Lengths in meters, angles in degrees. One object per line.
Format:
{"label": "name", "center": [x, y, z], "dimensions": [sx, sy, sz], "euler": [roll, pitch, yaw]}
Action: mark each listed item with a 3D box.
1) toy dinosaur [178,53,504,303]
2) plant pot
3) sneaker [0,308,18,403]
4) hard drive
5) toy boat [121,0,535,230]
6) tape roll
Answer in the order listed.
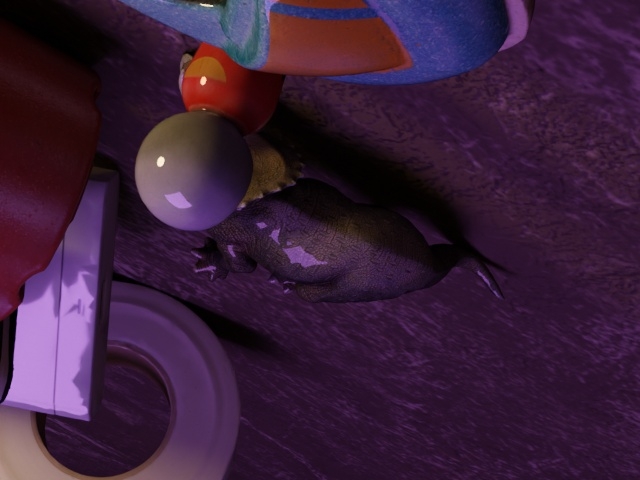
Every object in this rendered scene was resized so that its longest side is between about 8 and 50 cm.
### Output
{"label": "toy dinosaur", "center": [0.000, 0.000, 0.974], "dimensions": [0.313, 0.121, 0.160], "euler": [33, 171, -16]}
{"label": "plant pot", "center": [-0.308, -0.077, 0.931], "dimensions": [0.265, 0.272, 0.272], "euler": [24, 162, -26]}
{"label": "sneaker", "center": [-0.411, 0.017, 1.123], "dimensions": [0.447, 0.169, 0.257], "euler": [41, -153, 30]}
{"label": "hard drive", "center": [-0.361, 0.020, 1.224], "dimensions": [0.353, 0.233, 0.047], "euler": [10, -157, 6]}
{"label": "toy boat", "center": [-0.041, -0.115, 0.676], "dimensions": [0.267, 0.148, 0.318], "euler": [22, 160, 1]}
{"label": "tape roll", "center": [-0.227, 0.188, 1.460], "dimensions": [0.286, 0.286, 0.100], "euler": [22, 160, 3]}
